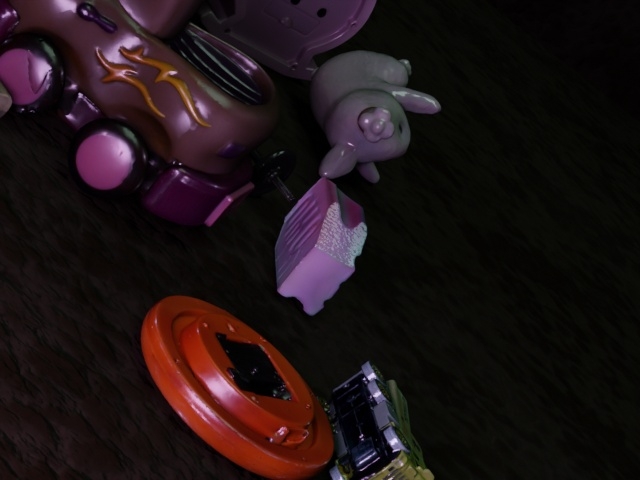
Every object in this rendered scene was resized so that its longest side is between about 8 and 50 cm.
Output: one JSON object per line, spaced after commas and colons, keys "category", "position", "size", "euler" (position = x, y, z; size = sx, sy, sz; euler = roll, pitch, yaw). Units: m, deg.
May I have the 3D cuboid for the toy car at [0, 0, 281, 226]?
{"category": "toy car", "position": [-0.165, -0.196, 1.887], "size": [0.341, 0.240, 0.271], "euler": [44, 18, 1]}

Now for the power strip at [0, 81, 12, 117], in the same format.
{"category": "power strip", "position": [-0.364, -0.189, 1.782], "size": [0.092, 0.034, 0.268], "euler": [15, 33, -56]}

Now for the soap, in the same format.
{"category": "soap", "position": [0.000, 0.000, 2.012], "size": [0.056, 0.100, 0.149], "euler": [36, 20, -18]}

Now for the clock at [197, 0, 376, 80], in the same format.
{"category": "clock", "position": [-0.042, -0.363, 2.481], "size": [0.290, 0.275, 0.080], "euler": [20, 32, -43]}

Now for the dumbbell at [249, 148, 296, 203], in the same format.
{"category": "dumbbell", "position": [-0.072, -0.094, 2.128], "size": [0.147, 0.069, 0.069], "euler": [51, 20, 24]}

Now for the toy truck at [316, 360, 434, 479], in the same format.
{"category": "toy truck", "position": [0.055, 0.190, 1.744], "size": [0.100, 0.077, 0.169], "euler": [49, 10, -28]}

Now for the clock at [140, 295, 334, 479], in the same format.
{"category": "clock", "position": [-0.069, 0.125, 1.664], "size": [0.205, 0.051, 0.205], "euler": [39, 18, -15]}

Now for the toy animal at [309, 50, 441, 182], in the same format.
{"category": "toy animal", "position": [0.065, -0.145, 2.431], "size": [0.138, 0.140, 0.282], "euler": [25, 20, -22]}
